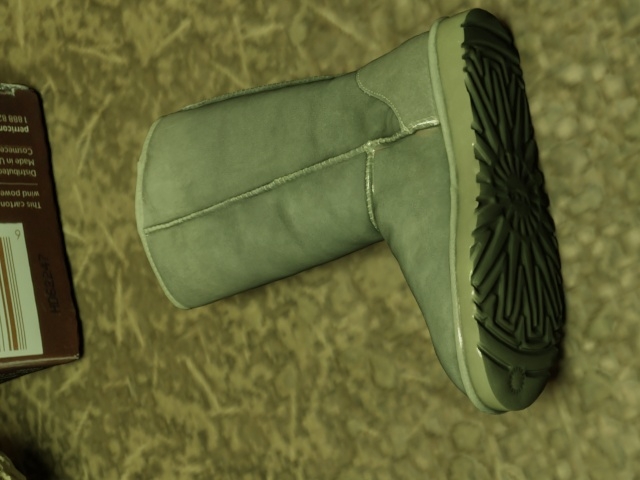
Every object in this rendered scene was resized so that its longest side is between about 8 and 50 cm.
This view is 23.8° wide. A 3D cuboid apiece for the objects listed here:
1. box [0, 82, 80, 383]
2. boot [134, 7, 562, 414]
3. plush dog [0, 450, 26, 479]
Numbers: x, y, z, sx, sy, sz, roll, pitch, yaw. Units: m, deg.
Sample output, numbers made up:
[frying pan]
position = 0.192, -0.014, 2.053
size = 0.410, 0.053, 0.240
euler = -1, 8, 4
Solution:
[box]
position = -0.274, 0.014, 0.874
size = 0.203, 0.168, 0.167
euler = -19, 79, 40
[boot]
position = 0.001, 0.002, 0.693
size = 0.208, 0.076, 0.190
euler = -17, 66, 34
[plush dog]
position = -0.251, 0.182, 0.848
size = 0.225, 0.262, 0.211
euler = -37, 40, 28
